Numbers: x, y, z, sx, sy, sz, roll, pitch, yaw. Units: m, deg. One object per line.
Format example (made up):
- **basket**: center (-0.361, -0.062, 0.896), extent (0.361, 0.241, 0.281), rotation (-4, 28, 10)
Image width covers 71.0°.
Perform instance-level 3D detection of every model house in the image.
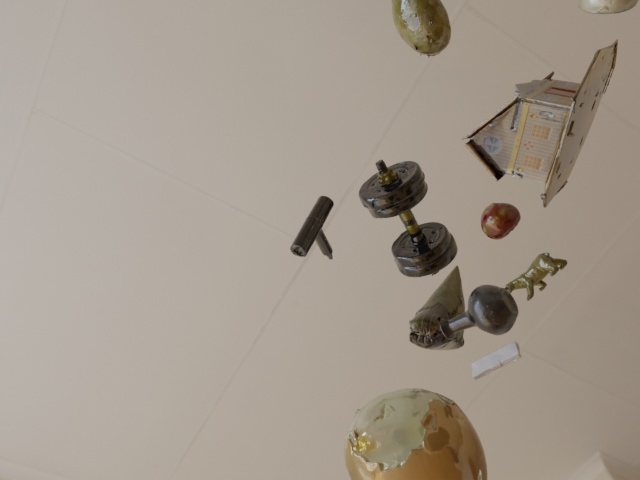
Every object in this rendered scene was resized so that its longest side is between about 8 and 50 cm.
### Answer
- **model house**: center (0.310, -0.182, 0.647), extent (0.135, 0.219, 0.208), rotation (23, -48, 31)

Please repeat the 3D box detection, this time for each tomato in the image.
- **tomato**: center (0.396, -0.045, 1.001), extent (0.075, 0.087, 0.087), rotation (44, -74, 7)

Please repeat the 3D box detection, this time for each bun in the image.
- **bun**: center (0.729, -0.635, 1.127), extent (0.138, 0.138, 0.094), rotation (-11, -49, 1)

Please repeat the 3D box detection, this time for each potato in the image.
- **potato**: center (0.170, -0.383, 0.771), extent (0.070, 0.091, 0.138), rotation (-35, -89, -24)

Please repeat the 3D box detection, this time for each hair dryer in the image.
- **hair dryer**: center (-0.005, 0.014, 1.147), extent (0.050, 0.173, 0.195), rotation (12, -39, 25)

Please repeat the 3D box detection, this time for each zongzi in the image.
- **zongzi**: center (0.406, 0.214, 1.534), extent (0.154, 0.289, 0.318), rotation (3, -102, 29)

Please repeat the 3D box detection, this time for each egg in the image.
- **egg**: center (0.153, 0.343, 0.694), extent (0.201, 0.201, 0.244), rotation (-34, -76, 11)

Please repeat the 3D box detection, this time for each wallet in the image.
- **wallet**: center (0.276, 0.189, 0.710), extent (0.083, 0.044, 0.011), rotation (-36, -85, 22)

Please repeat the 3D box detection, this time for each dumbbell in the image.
- **dumbbell**: center (0.245, -0.056, 1.247), extent (0.185, 0.185, 0.388), rotation (-28, -65, 9)

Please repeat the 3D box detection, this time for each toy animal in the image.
- **toy animal**: center (0.782, 0.131, 1.641), extent (0.103, 0.101, 0.219), rotation (1, -51, -54)

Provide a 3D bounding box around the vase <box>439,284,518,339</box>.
- **vase**: center (0.367, 0.180, 1.064), extent (0.120, 0.120, 0.183), rotation (41, -52, -19)
